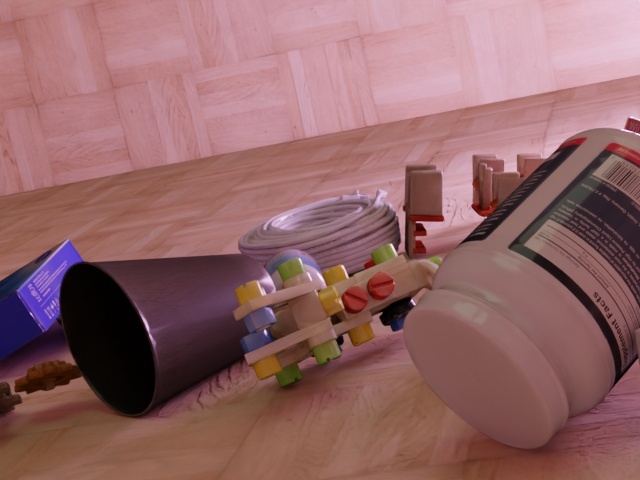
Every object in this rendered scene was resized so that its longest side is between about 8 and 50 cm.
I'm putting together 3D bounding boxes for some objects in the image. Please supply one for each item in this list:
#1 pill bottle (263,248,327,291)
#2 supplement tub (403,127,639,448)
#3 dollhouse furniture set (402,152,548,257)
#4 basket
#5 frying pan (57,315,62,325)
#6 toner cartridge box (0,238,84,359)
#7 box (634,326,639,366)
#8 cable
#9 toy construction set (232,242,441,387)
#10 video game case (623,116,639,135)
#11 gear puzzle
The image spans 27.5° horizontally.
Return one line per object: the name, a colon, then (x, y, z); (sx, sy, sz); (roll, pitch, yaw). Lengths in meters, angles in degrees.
pill bottle: (-0.035, 0.067, 1.782); (0.087, 0.087, 0.160); (-13, 11, -3)
supplement tub: (0.226, 0.041, 1.215); (0.272, 0.191, 0.191); (-42, 24, -25)
dollhouse furniture set: (0.260, -0.049, 2.025); (0.259, 0.135, 0.262); (-2, 11, -2)
basket: (-0.174, 0.098, 1.615); (0.227, 0.204, 0.154); (-13, -32, -44)
frying pan: (-0.353, 0.099, 2.061); (0.197, 0.053, 0.326); (-21, 12, -36)
toner cartridge box: (-0.462, 0.103, 1.978); (0.165, 0.075, 0.348); (-31, 10, 7)
box: (0.339, 0.111, 1.133); (0.087, 0.101, 0.102); (-2, 14, 43)
cable: (0.000, 0.000, 2.069); (0.257, 0.089, 0.257); (-13, 12, 1)
toy construction set: (0.050, 0.073, 1.504); (0.328, 0.151, 0.215); (-7, -14, -12)
video game case: (0.575, -0.109, 1.796); (0.204, 0.025, 0.285); (14, 10, -23)
gear puzzle: (-0.456, 0.188, 1.584); (0.339, 0.044, 0.175); (-14, -17, -6)
